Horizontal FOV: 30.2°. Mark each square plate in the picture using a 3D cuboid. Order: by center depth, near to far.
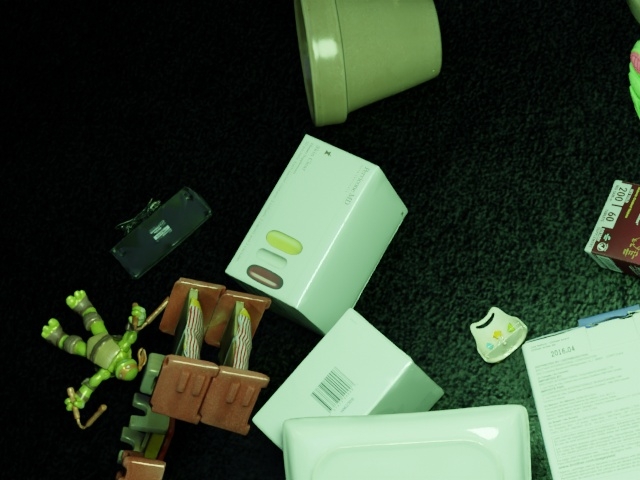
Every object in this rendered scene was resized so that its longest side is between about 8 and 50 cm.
[{"bbox_3d":[0.128,0.409,1.642,0.347,0.049,0.344,-4,83,3],"label":"square plate"}]

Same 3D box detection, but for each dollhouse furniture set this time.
[{"bbox_3d":[-0.204,0.262,1.840,0.152,0.374,0.201,15,35,-12],"label":"dollhouse furniture set"}]

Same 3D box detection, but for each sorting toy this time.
[{"bbox_3d":[0.277,0.145,1.879,0.083,0.045,0.075,-40,56,2],"label":"sorting toy"}]

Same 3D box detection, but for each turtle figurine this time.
[{"bbox_3d":[-0.373,0.177,2.067,0.217,0.087,0.269,35,93,34],"label":"turtle figurine"}]

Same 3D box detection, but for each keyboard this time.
[{"bbox_3d":[-0.292,-0.023,2.152,0.192,0.038,0.100,-40,86,1],"label":"keyboard"}]

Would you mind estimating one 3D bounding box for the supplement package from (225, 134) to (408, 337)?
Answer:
[{"bbox_3d":[0.000,0.000,1.936,0.145,0.204,0.262,25,80,25],"label":"supplement package"}]

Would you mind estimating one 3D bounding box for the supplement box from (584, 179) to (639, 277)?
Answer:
[{"bbox_3d":[0.535,-0.001,1.786,0.239,0.073,0.130,16,76,42],"label":"supplement box"}]

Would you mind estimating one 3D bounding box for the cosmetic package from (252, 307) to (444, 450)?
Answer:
[{"bbox_3d":[0.048,0.252,1.814,0.138,0.224,0.224,40,87,27],"label":"cosmetic package"}]

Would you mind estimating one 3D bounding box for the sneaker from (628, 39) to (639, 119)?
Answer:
[{"bbox_3d":[0.680,-0.167,1.803,0.483,0.185,0.202,38,68,24],"label":"sneaker"}]

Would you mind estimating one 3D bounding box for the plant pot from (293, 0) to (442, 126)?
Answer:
[{"bbox_3d":[0.081,-0.341,2.033,0.229,0.263,0.263,-10,67,-3],"label":"plant pot"}]

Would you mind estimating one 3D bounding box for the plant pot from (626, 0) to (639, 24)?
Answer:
[{"bbox_3d":[0.628,-0.490,1.860,0.323,0.280,0.323,-6,70,17],"label":"plant pot"}]

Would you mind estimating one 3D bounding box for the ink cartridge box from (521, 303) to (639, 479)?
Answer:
[{"bbox_3d":[0.454,0.254,1.693,0.270,0.151,0.395,-16,56,13],"label":"ink cartridge box"}]
